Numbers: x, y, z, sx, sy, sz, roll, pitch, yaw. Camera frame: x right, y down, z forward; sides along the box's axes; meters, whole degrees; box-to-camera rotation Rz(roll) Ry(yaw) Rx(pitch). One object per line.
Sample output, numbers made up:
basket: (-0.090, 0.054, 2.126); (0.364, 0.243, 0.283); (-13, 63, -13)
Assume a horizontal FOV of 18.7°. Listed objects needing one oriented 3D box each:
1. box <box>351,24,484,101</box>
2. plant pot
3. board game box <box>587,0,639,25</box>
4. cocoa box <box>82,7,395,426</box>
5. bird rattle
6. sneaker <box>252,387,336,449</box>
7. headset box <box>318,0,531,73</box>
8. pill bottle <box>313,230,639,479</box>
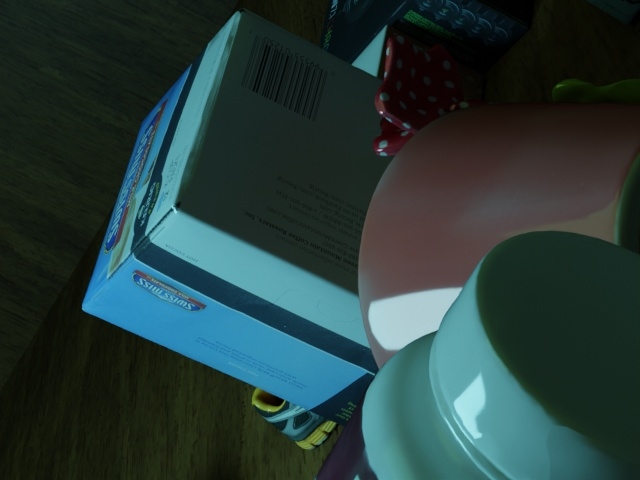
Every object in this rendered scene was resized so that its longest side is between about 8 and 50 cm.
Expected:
box: (0.089, -0.119, 2.049); (0.091, 0.130, 0.170); (-46, 25, 46)
plant pot: (0.202, 0.022, 1.358); (0.243, 0.275, 0.275); (-11, 54, 56)
board game box: (0.295, -0.365, 1.785); (0.275, 0.144, 0.142); (-55, 19, 23)
cocoa box: (0.000, 0.000, 1.772); (0.228, 0.347, 0.231); (-41, 28, 53)
bird rattle: (0.165, -0.076, 1.585); (0.143, 0.254, 0.207); (-60, 28, 25)
sneaker: (0.008, 0.132, 2.009); (0.215, 0.083, 0.084); (-52, 19, 30)
headset box: (0.127, -0.285, 2.178); (0.283, 0.131, 0.246); (-43, 27, 48)
pill bottle: (0.095, 0.196, 1.209); (0.224, 0.224, 0.392); (-87, 21, -52)
